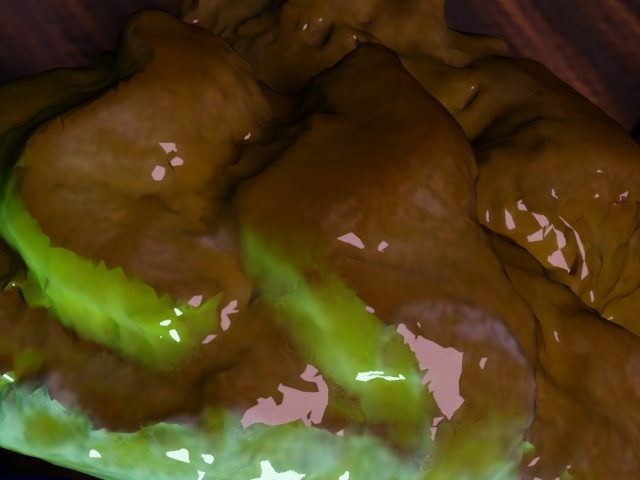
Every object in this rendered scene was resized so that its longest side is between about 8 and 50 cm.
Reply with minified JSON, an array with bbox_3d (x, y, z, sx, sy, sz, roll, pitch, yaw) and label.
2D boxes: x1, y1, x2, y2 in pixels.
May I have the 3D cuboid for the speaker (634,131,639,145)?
[{"bbox_3d":[0.270,-0.002,1.138,0.192,0.153,0.231,43,75,-24],"label":"speaker"}]

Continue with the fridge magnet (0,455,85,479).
[{"bbox_3d":[-0.170,0.216,0.920,0.265,0.113,0.265,-13,125,-19],"label":"fridge magnet"}]

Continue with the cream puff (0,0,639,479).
[{"bbox_3d":[0.000,0.000,0.913,0.378,0.378,0.275,20,84,-27],"label":"cream puff"}]
